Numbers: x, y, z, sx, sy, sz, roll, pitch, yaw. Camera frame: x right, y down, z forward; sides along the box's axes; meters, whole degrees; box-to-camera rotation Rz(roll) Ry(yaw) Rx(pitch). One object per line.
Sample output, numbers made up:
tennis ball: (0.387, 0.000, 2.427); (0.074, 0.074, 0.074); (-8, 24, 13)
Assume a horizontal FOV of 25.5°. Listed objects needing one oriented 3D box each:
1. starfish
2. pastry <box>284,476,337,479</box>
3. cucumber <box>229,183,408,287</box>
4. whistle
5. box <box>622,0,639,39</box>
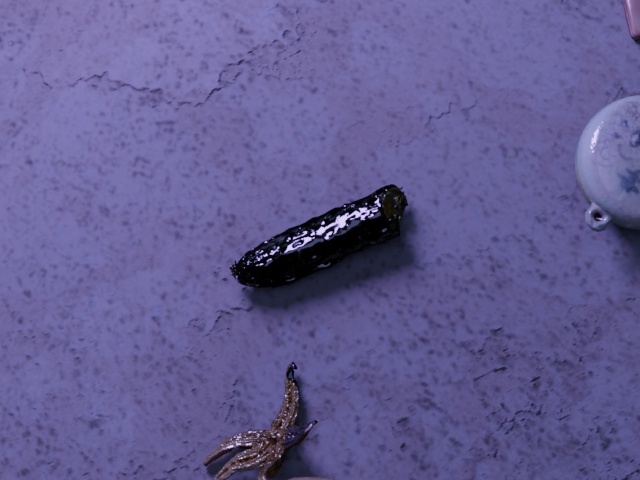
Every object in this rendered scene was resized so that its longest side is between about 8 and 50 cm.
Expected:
starfish: (-0.038, 0.175, 1.303); (0.133, 0.041, 0.130); (-7, 48, 46)
pastry: (-0.013, 0.286, 1.256); (0.156, 0.092, 0.156); (-1, 86, 8)
cucumber: (0.000, 0.000, 1.336); (0.182, 0.053, 0.053); (-22, 77, 3)
whistle: (0.327, -0.107, 1.316); (0.126, 0.067, 0.258); (41, 81, -1)
box: (0.351, -0.225, 1.357); (0.115, 0.025, 0.048); (-10, 76, 4)
